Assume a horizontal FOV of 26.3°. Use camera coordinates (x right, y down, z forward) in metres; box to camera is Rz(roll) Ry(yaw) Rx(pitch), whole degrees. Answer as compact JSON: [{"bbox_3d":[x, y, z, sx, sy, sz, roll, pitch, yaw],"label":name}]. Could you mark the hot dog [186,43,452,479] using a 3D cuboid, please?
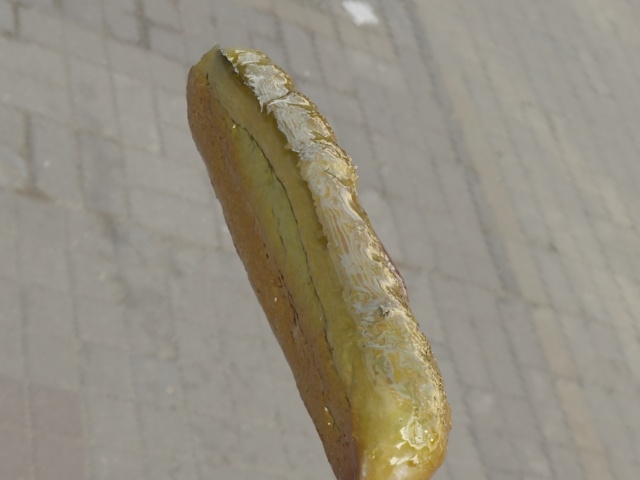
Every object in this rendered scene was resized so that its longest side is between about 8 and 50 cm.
[{"bbox_3d":[0.000,0.000,0.507,0.047,0.066,0.216,-6,43,-22],"label":"hot dog"}]
